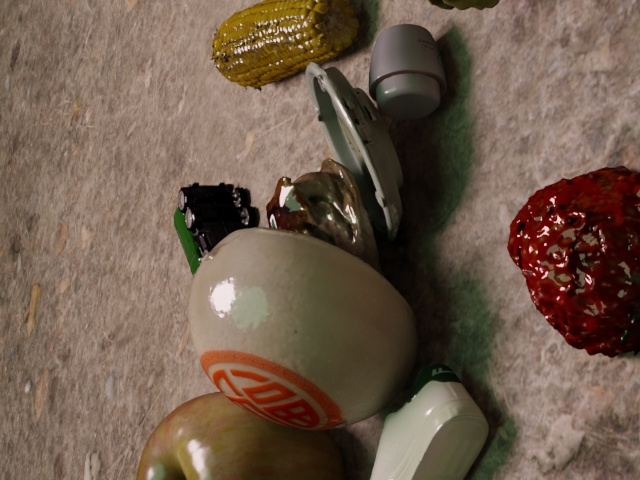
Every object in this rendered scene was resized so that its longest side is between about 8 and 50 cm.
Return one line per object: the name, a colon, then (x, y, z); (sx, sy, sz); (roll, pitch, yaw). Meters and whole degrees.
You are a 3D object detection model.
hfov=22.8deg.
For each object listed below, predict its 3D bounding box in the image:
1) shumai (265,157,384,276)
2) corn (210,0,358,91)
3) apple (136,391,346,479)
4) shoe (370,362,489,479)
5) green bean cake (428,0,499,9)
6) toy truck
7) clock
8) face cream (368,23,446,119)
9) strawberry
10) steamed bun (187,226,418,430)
shumai: (0.000, 0.000, 1.928); (0.201, 0.120, 0.201); (163, 90, -79)
corn: (-0.055, -0.274, 2.122); (0.318, 0.115, 0.115); (-9, 80, 60)
apple: (-0.098, 0.317, 2.010); (0.257, 0.234, 0.257); (-6, 82, 48)
shoe: (0.105, 0.255, 1.814); (0.265, 0.095, 0.110); (-59, 34, 33)
green bean cake: (0.159, -0.408, 1.625); (0.310, 0.285, 0.202); (-42, 23, 24)
toy truck: (-0.145, 0.015, 2.273); (0.242, 0.101, 0.125); (-116, 35, -45)
clock: (0.052, -0.113, 1.900); (0.236, 0.053, 0.236); (62, 174, 11)
face cream: (0.100, -0.197, 1.848); (0.091, 0.091, 0.095); (-41, 45, 53)
strawberry: (0.240, 0.013, 1.556); (0.236, 0.111, 0.190); (31, 117, 59)
steamed bun: (-0.032, 0.121, 1.856); (0.283, 0.283, 0.177); (-25, 35, 58)
